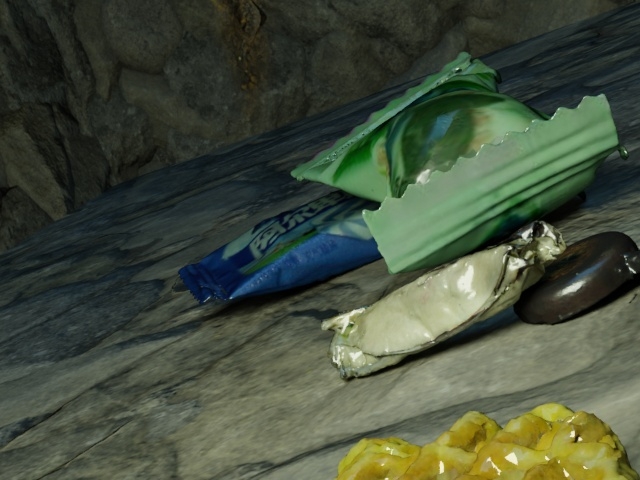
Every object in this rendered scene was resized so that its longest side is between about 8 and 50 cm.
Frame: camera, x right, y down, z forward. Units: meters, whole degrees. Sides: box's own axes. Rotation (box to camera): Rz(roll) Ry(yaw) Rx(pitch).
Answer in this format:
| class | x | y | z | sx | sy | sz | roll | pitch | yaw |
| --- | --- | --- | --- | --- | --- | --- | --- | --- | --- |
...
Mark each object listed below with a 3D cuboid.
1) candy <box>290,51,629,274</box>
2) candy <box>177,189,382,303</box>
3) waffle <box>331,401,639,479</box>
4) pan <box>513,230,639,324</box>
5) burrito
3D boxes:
| class | x | y | z | sx | sy | sz | roll | pitch | yaw |
| --- | --- | --- | --- | --- | --- | --- | --- | --- | --- |
| candy | 0.121 | -0.096 | 1.525 | 0.263 | 0.172 | 0.398 | -25 | 26 | -8 |
| candy | 0.000 | 0.000 | 1.657 | 0.331 | 0.077 | 0.187 | -23 | 13 | -12 |
| waffle | 0.024 | 0.178 | 0.748 | 0.302 | 0.068 | 0.325 | -21 | 9 | 4 |
| pan | 0.240 | 0.023 | 1.147 | 0.212 | 0.040 | 0.115 | -12 | 20 | 46 |
| burrito | 0.098 | 0.051 | 1.185 | 0.229 | 0.058 | 0.063 | -26 | 8 | 27 |
